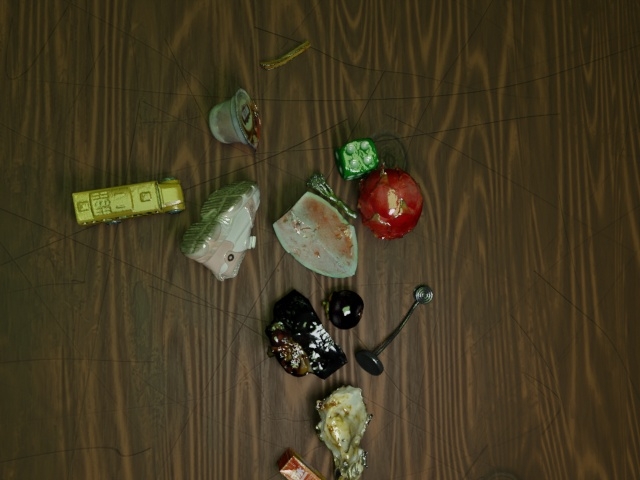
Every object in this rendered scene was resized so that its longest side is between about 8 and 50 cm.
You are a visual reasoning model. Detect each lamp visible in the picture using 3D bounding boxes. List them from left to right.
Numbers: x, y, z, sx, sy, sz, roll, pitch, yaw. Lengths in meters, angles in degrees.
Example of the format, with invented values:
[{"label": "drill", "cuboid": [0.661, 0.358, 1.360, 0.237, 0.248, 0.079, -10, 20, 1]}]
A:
[{"label": "lamp", "cuboid": [0.282, 0.315, 1.867, 0.371, 0.108, 0.130, -40, 96, -9]}]

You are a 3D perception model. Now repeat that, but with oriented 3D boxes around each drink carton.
[{"label": "drink carton", "cuboid": [-0.040, 0.803, 1.793, 0.223, 0.096, 0.071, 44, 82, -4]}]

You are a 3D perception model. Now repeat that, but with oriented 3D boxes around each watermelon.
[{"label": "watermelon", "cuboid": [0.000, 0.000, 1.807, 0.224, 0.180, 0.305, -44, 96, 6]}]

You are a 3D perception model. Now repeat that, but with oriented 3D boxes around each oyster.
[{"label": "oyster", "cuboid": [0.088, 0.656, 1.806, 0.198, 0.133, 0.336, -15, 91, -12]}]

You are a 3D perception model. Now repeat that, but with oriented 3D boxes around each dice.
[{"label": "dice", "cuboid": [0.126, -0.283, 1.867, 0.129, 0.131, 0.120, -15, 88, -9]}]

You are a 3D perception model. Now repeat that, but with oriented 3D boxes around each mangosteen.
[{"label": "mangosteen", "cuboid": [0.071, 0.235, 1.840, 0.152, 0.137, 0.137, 10, 84, 26]}]

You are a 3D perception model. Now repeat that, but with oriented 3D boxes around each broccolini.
[{"label": "broccolini", "cuboid": [0.048, -0.158, 1.898, 0.216, 0.058, 0.067, 37, 117, -12]}]

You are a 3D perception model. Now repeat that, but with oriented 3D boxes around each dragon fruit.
[{"label": "dragon fruit", "cuboid": [0.238, -0.125, 1.830, 0.241, 0.241, 0.252, 21, 77, -7]}]

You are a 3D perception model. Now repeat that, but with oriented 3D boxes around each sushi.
[{"label": "sushi", "cuboid": [-0.074, 0.333, 1.779, 0.212, 0.215, 0.227, -35, 113, -5]}]

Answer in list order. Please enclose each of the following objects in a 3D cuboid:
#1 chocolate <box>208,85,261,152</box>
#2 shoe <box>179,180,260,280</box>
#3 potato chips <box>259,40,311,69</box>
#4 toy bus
[{"label": "chocolate", "cuboid": [-0.298, -0.394, 1.806, 0.147, 0.221, 0.221, -13, 88, 19]}, {"label": "shoe", "cuboid": [-0.304, -0.038, 1.781, 0.351, 0.172, 0.198, -55, 133, -26]}, {"label": "potato chips", "cuboid": [-0.120, -0.658, 1.906, 0.204, 0.026, 0.037, -29, 78, -9]}, {"label": "toy bus", "cuboid": [-0.621, -0.128, 1.745, 0.336, 0.123, 0.121, -10, 88, -9]}]
